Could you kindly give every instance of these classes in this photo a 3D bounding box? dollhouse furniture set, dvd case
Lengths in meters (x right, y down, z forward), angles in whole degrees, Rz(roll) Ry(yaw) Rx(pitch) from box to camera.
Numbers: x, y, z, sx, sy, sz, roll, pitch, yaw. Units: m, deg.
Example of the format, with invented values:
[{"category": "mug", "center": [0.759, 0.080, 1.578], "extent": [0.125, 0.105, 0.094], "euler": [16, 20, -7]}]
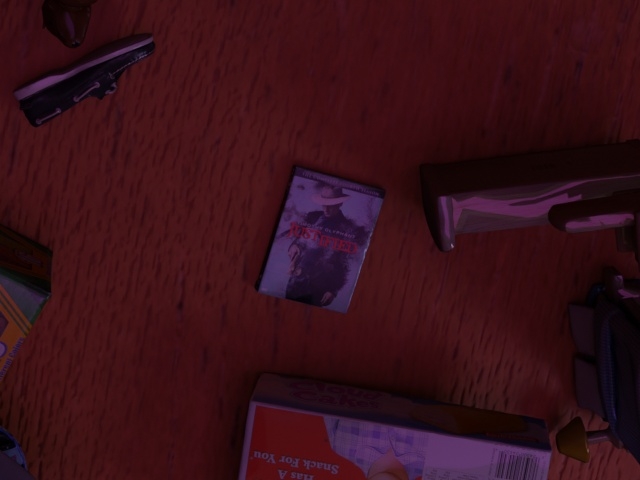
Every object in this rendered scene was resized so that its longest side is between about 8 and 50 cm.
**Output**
[{"category": "dollhouse furniture set", "center": [0.208, 0.093, 1.111], "extent": [0.198, 0.286, 0.303], "euler": [-8, 104, 0]}, {"category": "dvd case", "center": [0.000, 0.000, 1.181], "extent": [0.087, 0.013, 0.119], "euler": [15, 102, -14]}]

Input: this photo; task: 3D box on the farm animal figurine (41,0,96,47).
[{"category": "farm animal figurine", "center": [-0.324, -0.225, 0.976], "extent": [0.330, 0.172, 0.326], "euler": [-23, 91, -17]}]

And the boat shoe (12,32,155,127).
[{"category": "boat shoe", "center": [-0.189, -0.132, 1.090], "extent": [0.125, 0.046, 0.038], "euler": [-25, 109, 0]}]

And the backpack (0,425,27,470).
[{"category": "backpack", "center": [-0.332, 0.202, 1.123], "extent": [0.173, 0.117, 0.158], "euler": [-8, 107, -8]}]

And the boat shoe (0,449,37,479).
[{"category": "boat shoe", "center": [-0.299, 0.197, 1.032], "extent": [0.084, 0.095, 0.258], "euler": [-38, 106, 24]}]

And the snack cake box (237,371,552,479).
[{"category": "snack cake box", "center": [0.060, 0.220, 1.179], "extent": [0.264, 0.089, 0.152], "euler": [9, 103, 3]}]

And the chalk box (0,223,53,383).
[{"category": "chalk box", "center": [-0.338, 0.029, 1.064], "extent": [0.213, 0.132, 0.132], "euler": [29, 99, -18]}]
